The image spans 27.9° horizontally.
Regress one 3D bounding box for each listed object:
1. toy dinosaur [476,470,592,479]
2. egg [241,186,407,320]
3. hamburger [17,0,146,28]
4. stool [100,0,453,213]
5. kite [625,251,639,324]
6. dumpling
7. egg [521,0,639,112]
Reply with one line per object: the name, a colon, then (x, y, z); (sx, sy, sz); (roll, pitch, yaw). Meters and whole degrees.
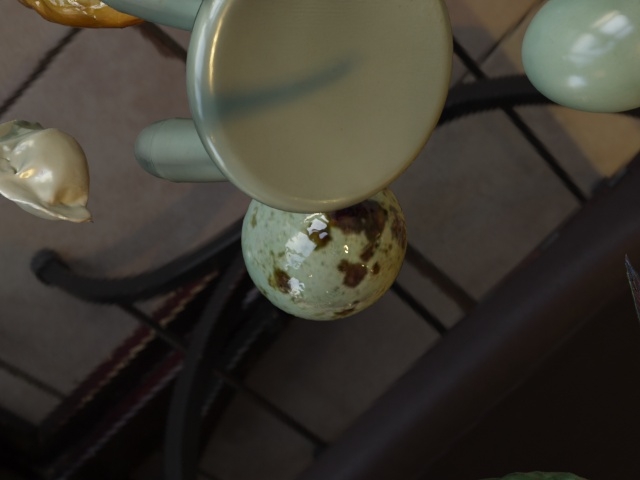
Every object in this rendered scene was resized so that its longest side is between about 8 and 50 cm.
toy dinosaur: (-0.002, 0.079, 0.353); (0.447, 0.301, 0.087); (-21, 135, -28)
egg: (0.000, 0.000, 1.335); (0.169, 0.231, 0.169); (2, 82, -12)
hamburger: (-0.273, -0.390, 1.665); (0.290, 0.314, 0.170); (-30, 133, -30)
stool: (-0.035, -0.134, 0.901); (0.195, 0.198, 0.195); (-24, 115, -21)
kite: (0.243, 0.132, 0.856); (0.015, 0.152, 0.285); (-19, 143, 3)
dumpling: (-0.416, -0.105, 1.873); (0.166, 0.216, 0.126); (17, 146, -38)
egg: (0.313, -0.213, 1.397); (0.192, 0.149, 0.149); (-12, 136, 22)
